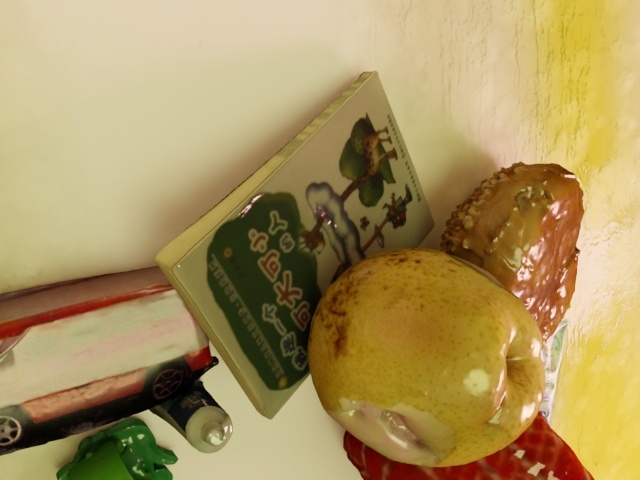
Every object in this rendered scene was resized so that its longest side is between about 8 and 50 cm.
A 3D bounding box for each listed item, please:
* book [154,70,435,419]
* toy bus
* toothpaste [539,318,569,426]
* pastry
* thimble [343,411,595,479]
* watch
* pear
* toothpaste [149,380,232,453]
[{"bbox_3d":[0.000,0.000,0.880,0.371,0.043,0.260,-47,128,-27],"label":"book"},{"bbox_3d":[-0.277,0.126,0.809,0.302,0.127,0.147,-12,109,-22],"label":"toy bus"},{"bbox_3d":[0.383,0.278,1.263,0.074,0.048,0.297,-3,107,-23],"label":"toothpaste"},{"bbox_3d":[0.263,0.028,1.027,0.255,0.162,0.311,-40,135,-35],"label":"pastry"},{"bbox_3d":[0.210,0.346,1.029,0.230,0.350,0.350,-38,122,-10],"label":"thimble"},{"bbox_3d":[-0.232,0.315,0.892,0.131,0.152,0.165,-35,120,-15],"label":"watch"},{"bbox_3d":[0.122,0.137,0.839,0.271,0.271,0.271,-10,114,-24],"label":"pear"},{"bbox_3d":[-0.146,0.198,0.830,0.047,0.268,0.069,39,75,-14],"label":"toothpaste"}]
